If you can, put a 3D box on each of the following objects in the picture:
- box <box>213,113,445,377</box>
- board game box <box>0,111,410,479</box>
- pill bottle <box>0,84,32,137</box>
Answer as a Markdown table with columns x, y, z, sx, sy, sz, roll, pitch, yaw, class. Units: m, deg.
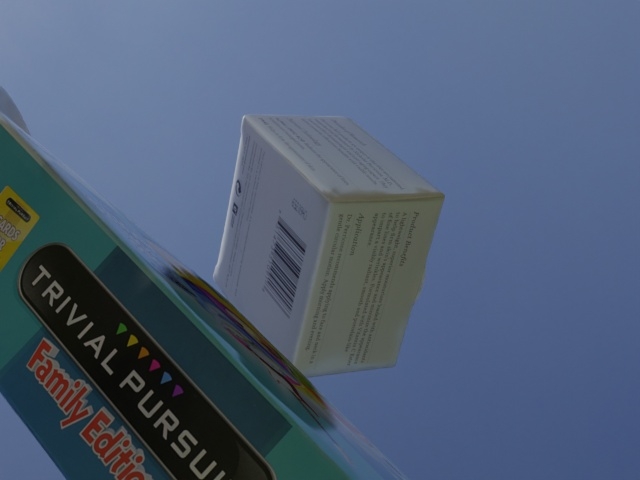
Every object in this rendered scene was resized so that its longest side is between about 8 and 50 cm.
| x | y | z | sx | sy | sz | roll | pitch | yaw | class |
| --- | --- | --- | --- | --- | --- | --- | --- | --- | --- |
| 0.000 | 0.000 | 0.917 | 0.119 | 0.180 | 0.182 | -2 | -150 | -30 | box |
| -0.024 | 0.106 | 0.465 | 0.079 | 0.254 | 0.336 | -47 | -121 | -4 | board game box |
| -0.370 | -0.026 | 0.824 | 0.265 | 0.153 | 0.153 | -18 | -101 | -3 | pill bottle |
